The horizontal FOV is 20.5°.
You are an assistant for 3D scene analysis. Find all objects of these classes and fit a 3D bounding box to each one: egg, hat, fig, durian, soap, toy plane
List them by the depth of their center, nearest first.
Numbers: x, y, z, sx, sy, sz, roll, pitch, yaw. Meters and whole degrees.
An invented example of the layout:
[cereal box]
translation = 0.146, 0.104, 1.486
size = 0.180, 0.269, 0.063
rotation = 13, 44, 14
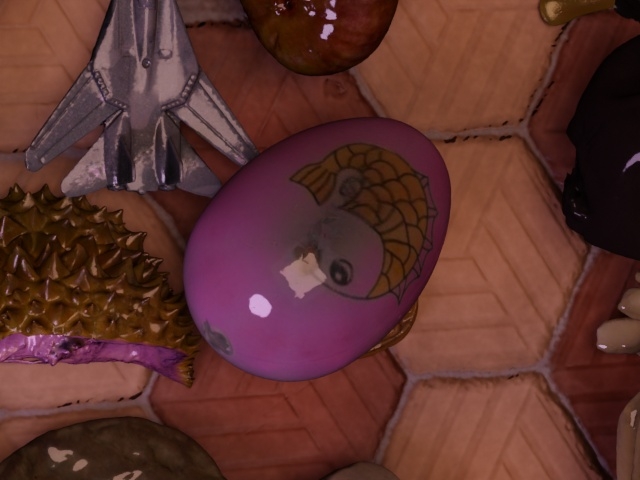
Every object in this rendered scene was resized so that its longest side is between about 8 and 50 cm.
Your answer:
[durian]
translation = -0.234, 0.033, 1.525
size = 0.261, 0.154, 0.186
rotation = -7, 69, -22
[egg]
translation = 0.000, 0.000, 1.527
size = 0.196, 0.196, 0.271
rotation = 41, 54, -12
[toy plane]
translation = -0.159, -0.171, 1.551
size = 0.212, 0.088, 0.267
rotation = -1, 82, -21
[fig]
translation = -0.001, -0.248, 1.567
size = 0.149, 0.148, 0.202
rotation = 40, 37, -41
[hat]
translation = 0.387, -0.123, 1.606
size = 0.336, 0.209, 0.238
rotation = -9, 59, -15
[soap]
translation = 0.250, -0.230, 1.693
size = 0.089, 0.012, 0.034
rotation = -21, 97, -14

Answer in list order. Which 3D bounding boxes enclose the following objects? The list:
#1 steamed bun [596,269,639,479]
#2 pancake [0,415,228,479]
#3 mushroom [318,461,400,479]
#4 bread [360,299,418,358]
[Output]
[steamed bun]
translation = 0.420, 0.102, 1.676
size = 0.428, 0.189, 0.247
rotation = -23, 111, -19
[pancake]
translation = -0.173, 0.256, 1.522
size = 0.242, 0.050, 0.242
rotation = 11, 57, -18
[mushroom]
translation = -0.047, 0.342, 1.575
size = 0.350, 0.128, 0.128
rotation = -43, 101, -6
[bread]
translation = 0.038, 0.056, 1.636
size = 0.110, 0.024, 0.110
rotation = 1, 86, -13
